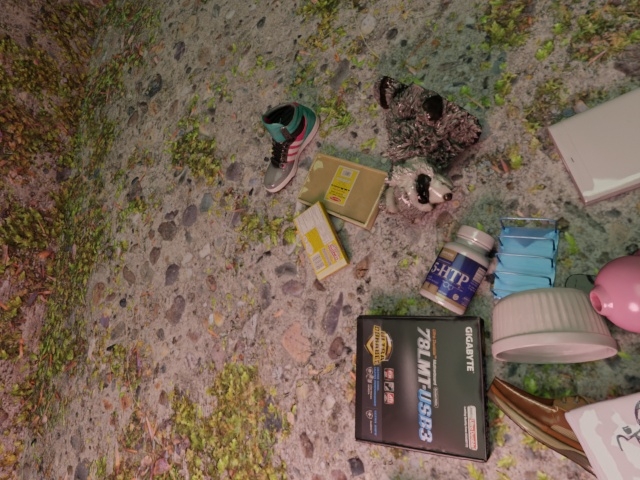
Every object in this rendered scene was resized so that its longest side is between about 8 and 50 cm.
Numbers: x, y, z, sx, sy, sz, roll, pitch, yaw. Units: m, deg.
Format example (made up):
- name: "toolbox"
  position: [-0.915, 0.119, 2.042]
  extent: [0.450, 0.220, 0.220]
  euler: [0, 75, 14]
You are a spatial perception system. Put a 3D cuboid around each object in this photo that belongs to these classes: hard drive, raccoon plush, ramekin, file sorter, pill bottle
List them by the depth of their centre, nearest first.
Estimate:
- name: "ramekin"
  position: [0.435, 0.167, 0.786]
  extent: [0.207, 0.207, 0.109]
  euler: [-12, 60, 27]
- name: "hard drive"
  position: [0.678, -0.222, 0.851]
  extent: [0.308, 0.040, 0.203]
  euler: [-23, 65, 24]
- name: "file sorter"
  position: [0.437, 0.043, 0.876]
  extent: [0.118, 0.104, 0.170]
  euler: [5, 79, 32]
- name: "pill bottle"
  position: [0.318, 0.065, 0.936]
  extent: [0.112, 0.112, 0.186]
  euler: [28, 90, 34]
- name: "raccoon plush"
  position: [0.222, -0.238, 1.091]
  extent: [0.299, 0.216, 0.446]
  euler: [-60, 26, 18]

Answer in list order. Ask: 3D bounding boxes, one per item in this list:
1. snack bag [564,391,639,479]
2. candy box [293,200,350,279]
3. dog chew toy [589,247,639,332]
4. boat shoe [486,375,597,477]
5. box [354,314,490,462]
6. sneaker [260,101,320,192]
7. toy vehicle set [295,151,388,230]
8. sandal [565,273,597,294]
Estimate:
- name: "snack bag"
  position: [0.575, 0.352, 0.568]
  extent: [0.342, 0.037, 0.323]
  euler: [-33, 61, 34]
- name: "candy box"
  position: [0.000, 0.000, 1.171]
  extent: [0.105, 0.027, 0.205]
  euler: [-32, 70, 25]
- name: "dog chew toy"
  position: [0.627, 0.065, 0.667]
  extent: [0.332, 0.206, 0.206]
  euler: [-15, 68, 8]
- name: "boat shoe"
  position: [0.481, 0.350, 0.760]
  extent: [0.324, 0.122, 0.120]
  euler: [31, 87, 25]
- name: "box"
  position: [0.226, 0.322, 0.939]
  extent: [0.293, 0.073, 0.295]
  euler: [-5, 74, 30]
- name: "sneaker"
  position: [-0.127, -0.304, 1.269]
  extent: [0.124, 0.178, 0.295]
  euler: [28, 91, 34]
- name: "toy vehicle set"
  position: [0.065, -0.151, 1.195]
  extent: [0.267, 0.035, 0.166]
  euler: [25, 89, 34]
- name: "sandal"
  position: [0.589, 0.097, 0.807]
  extent: [0.179, 0.040, 0.067]
  euler: [1, 76, 31]
